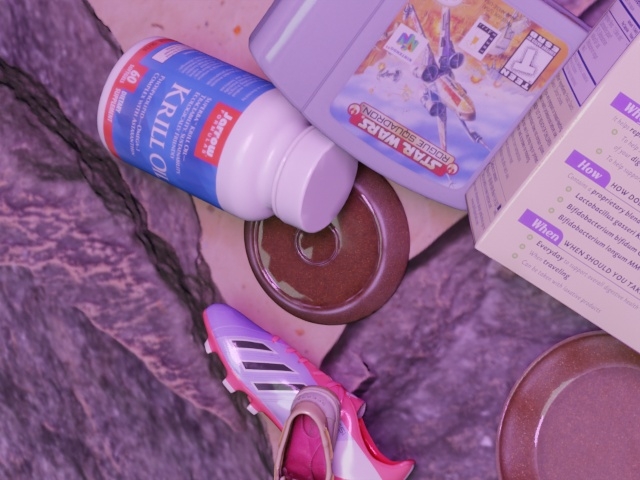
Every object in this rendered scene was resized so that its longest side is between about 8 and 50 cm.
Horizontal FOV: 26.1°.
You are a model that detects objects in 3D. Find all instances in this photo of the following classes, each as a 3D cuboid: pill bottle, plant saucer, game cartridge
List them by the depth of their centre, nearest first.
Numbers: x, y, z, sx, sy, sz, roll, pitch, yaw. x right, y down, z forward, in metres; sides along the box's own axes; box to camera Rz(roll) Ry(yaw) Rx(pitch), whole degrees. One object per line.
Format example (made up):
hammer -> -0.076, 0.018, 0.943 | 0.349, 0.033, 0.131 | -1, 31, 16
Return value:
game cartridge -> 0.101, -0.140, 1.142 | 0.297, 0.062, 0.198 | 29, 108, -21
plant saucer -> 0.245, 0.177, 1.193 | 0.198, 0.036, 0.199 | -15, 65, 34
pill bottle -> -0.081, -0.092, 1.243 | 0.221, 0.124, 0.124 | 25, 107, 25
plant saucer -> 0.000, 0.000, 1.297 | 0.168, 0.029, 0.169 | 4, 101, 21

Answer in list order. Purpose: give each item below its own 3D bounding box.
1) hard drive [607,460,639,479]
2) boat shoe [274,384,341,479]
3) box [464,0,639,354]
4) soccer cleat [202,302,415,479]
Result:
hard drive -> 0.329, 0.310, 1.210 | 0.172, 0.054, 0.255 | -37, 84, 22
boat shoe -> -0.017, 0.217, 1.245 | 0.063, 0.059, 0.170 | 6, 105, 16
box -> 0.272, -0.052, 1.098 | 0.213, 0.117, 0.243 | 32, 111, -12
soccer cleat -> -0.015, 0.149, 1.307 | 0.095, 0.083, 0.248 | -38, 85, 7
